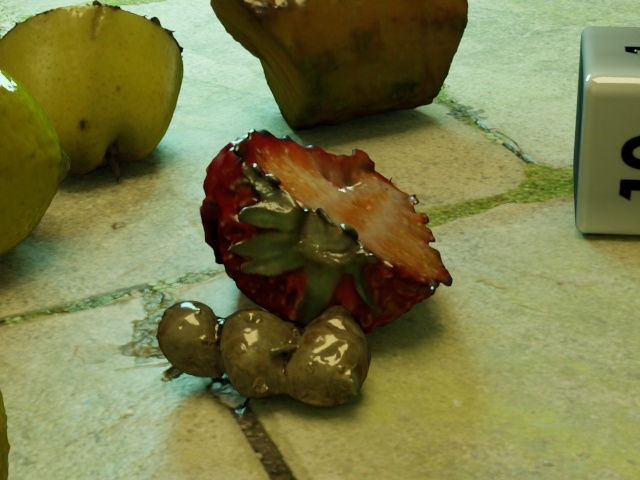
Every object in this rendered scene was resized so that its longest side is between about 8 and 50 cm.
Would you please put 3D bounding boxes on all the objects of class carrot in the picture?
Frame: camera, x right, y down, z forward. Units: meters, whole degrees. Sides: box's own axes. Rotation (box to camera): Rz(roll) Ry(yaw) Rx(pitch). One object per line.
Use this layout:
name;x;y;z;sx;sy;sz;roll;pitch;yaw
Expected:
carrot;0.005;-0.272;1.763;0.340;0.241;0.241;-9;28;-17

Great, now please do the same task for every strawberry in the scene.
strawberry;-0.014;-0.006;1.357;0.253;0.150;0.280;29;18;-15

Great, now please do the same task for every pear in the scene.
pear;-0.299;-0.165;1.669;0.267;0.267;0.178;-5;52;-4

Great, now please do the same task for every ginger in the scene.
ginger;-0.055;0.102;1.223;0.204;0.080;0.104;4;50;10

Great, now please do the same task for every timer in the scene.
timer;0.391;-0.126;1.501;0.195;0.192;0.194;2;28;8

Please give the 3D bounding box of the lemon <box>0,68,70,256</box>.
lemon;-0.421;-0.082;1.432;0.267;0.267;0.267;-2;28;1

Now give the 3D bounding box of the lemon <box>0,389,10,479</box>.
lemon;-0.358;0.158;0.976;0.253;0.253;0.310;-5;20;-5
